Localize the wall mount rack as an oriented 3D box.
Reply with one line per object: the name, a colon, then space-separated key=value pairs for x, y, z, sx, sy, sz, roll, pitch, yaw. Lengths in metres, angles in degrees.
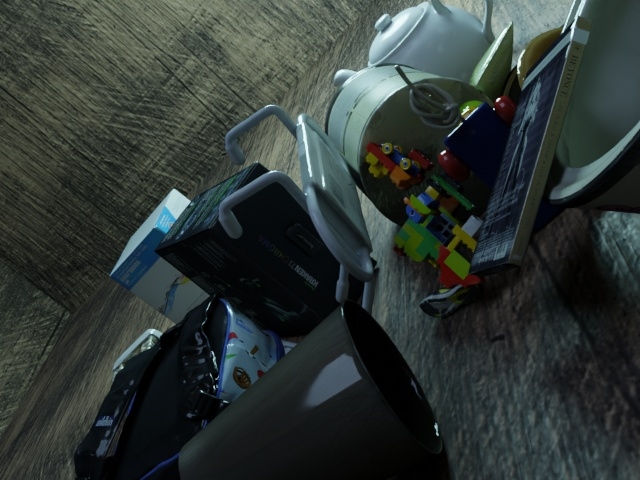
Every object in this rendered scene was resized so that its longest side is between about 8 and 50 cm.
wall mount rack: x=0.000 y=0.000 z=1.058 sx=0.130 sy=0.304 sz=0.350 roll=-33 pitch=26 yaw=14

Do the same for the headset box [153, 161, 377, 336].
headset box: x=-0.088 y=0.025 z=1.322 sx=0.131 sy=0.246 sz=0.283 roll=-57 pitch=17 yaw=-23

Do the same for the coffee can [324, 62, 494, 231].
coffee can: x=0.125 y=-0.142 z=1.217 sx=0.201 sy=0.201 sz=0.275 roll=-48 pitch=16 yaw=6

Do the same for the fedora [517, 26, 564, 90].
fedora: x=0.301 y=-0.156 z=0.947 sx=0.079 sy=0.194 sz=0.194 roll=95 pitch=-162 yaw=-51

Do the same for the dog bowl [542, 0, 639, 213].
dog bowl: x=0.327 y=-0.195 z=0.692 sx=0.408 sy=0.150 sz=0.408 roll=-160 pitch=90 yaw=-89

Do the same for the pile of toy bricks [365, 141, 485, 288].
pile of toy bricks: x=0.127 y=-0.018 z=1.012 sx=0.105 sy=0.212 sz=0.118 roll=-54 pitch=-28 yaw=18

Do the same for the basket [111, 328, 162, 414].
basket: x=-0.253 y=0.247 z=1.413 sx=0.113 sy=0.167 sz=0.103 roll=-43 pitch=22 yaw=22

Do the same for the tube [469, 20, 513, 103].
tube: x=0.237 y=-0.229 z=1.196 sx=0.062 sy=0.070 sz=0.240 roll=-12 pitch=-5 yaw=8

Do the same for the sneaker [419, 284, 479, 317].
sneaker: x=0.154 y=0.064 z=1.002 sx=0.083 sy=0.031 sz=0.035 roll=-25 pitch=21 yaw=36

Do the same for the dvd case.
dvd case: x=0.190 y=-0.076 z=0.795 sx=0.164 sy=0.018 sz=0.221 roll=104 pitch=-177 yaw=-84

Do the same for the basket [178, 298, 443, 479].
basket: x=-0.017 y=0.195 z=0.863 sx=0.227 sy=0.154 sz=0.204 roll=-37 pitch=28 yaw=11

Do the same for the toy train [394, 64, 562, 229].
toy train: x=0.178 y=-0.132 z=0.988 sx=0.105 sy=0.248 sz=0.143 roll=-44 pitch=13 yaw=18

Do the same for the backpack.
backpack: x=-0.145 y=0.216 z=1.109 sx=0.276 sy=0.213 sz=0.263 roll=-34 pitch=36 yaw=28

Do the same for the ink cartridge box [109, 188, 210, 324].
ink cartridge box: x=-0.280 y=0.051 z=1.792 sx=0.168 sy=0.232 sz=0.171 roll=-44 pitch=17 yaw=25

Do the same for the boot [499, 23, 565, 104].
boot: x=0.325 y=-0.221 z=1.112 sx=0.198 sy=0.077 sz=0.137 roll=-53 pitch=22 yaw=-9

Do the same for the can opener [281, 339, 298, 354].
can opener: x=-0.116 y=0.170 z=1.340 sx=0.076 sy=0.095 sz=0.283 roll=-54 pitch=23 yaw=-18

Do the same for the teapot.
teapot: x=0.179 y=-0.340 z=1.547 sx=0.256 sy=0.187 sz=0.252 roll=-50 pitch=17 yaw=-4
